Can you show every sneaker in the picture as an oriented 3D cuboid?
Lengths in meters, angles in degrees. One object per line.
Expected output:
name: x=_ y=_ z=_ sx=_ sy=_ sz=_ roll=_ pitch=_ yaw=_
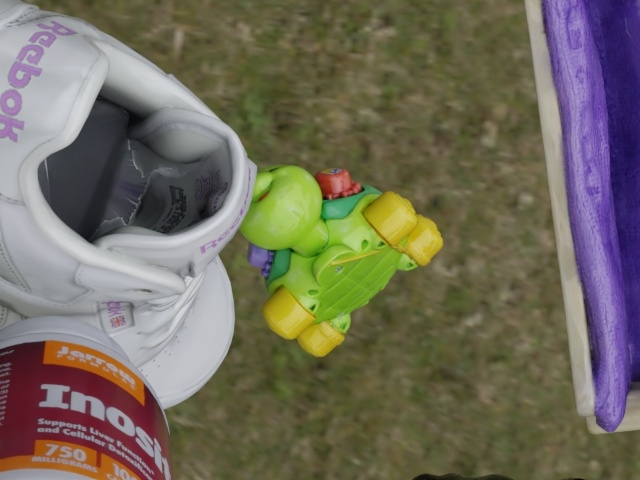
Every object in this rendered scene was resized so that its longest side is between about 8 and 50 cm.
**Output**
sneaker: x=-0.084 y=0.005 z=0.748 sx=0.114 sy=0.152 sz=0.305 roll=-69 pitch=154 yaw=-16

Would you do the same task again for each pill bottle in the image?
pill bottle: x=-0.091 y=0.083 z=0.639 sx=0.086 sy=0.152 sz=0.086 roll=-2 pitch=111 yaw=-6

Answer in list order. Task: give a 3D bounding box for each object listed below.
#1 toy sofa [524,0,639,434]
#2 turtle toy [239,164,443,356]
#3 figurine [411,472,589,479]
toy sofa: x=0.233 y=-0.055 z=1.331 sx=0.150 sy=0.177 sz=0.362 roll=-7 pitch=94 yaw=11
turtle toy: x=0.000 y=0.000 z=0.985 sx=0.095 sy=0.066 sz=0.130 roll=-43 pitch=157 yaw=5
figurine: x=0.154 y=0.233 z=1.182 sx=0.092 sy=0.209 sz=0.215 roll=-40 pitch=100 yaw=-28
